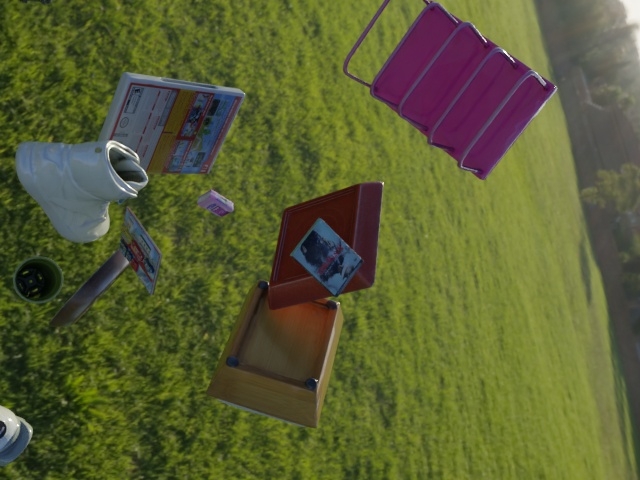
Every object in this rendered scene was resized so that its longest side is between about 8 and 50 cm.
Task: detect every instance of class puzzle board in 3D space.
[{"bbox_3d":[-0.309,0.018,1.069,0.011,0.096,0.128,-15,51,-39],"label":"puzzle board"}]

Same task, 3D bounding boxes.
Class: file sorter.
[{"bbox_3d":[0.214,-0.277,1.092,0.290,0.202,0.182,44,21,21],"label":"file sorter"}]

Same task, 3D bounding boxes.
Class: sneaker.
[{"bbox_3d":[-0.681,0.318,1.150,0.146,0.330,0.123,58,39,-36],"label":"sneaker"},{"bbox_3d":[-0.373,-0.075,1.076,0.292,0.169,0.108,88,-1,-70],"label":"sneaker"}]

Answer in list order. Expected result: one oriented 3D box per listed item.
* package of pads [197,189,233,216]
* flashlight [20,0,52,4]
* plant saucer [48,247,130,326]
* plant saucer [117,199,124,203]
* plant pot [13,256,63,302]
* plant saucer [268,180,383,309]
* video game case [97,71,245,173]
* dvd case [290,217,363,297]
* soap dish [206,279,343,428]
[{"bbox_3d":[-0.265,-0.093,1.585,0.083,0.050,0.032,32,45,-44],"label":"package of pads"},{"bbox_3d":[-0.457,-0.465,0.936,0.103,0.304,0.103,42,69,-6],"label":"flashlight"},{"bbox_3d":[-0.590,0.119,1.665,0.050,0.310,0.311,44,34,-10],"label":"plant saucer"},{"bbox_3d":[-0.402,-0.151,1.263,0.067,0.018,0.192,-46,161,-28],"label":"plant saucer"},{"bbox_3d":[-0.523,0.074,1.150,0.083,0.079,0.084,5,81,-34],"label":"plant pot"},{"bbox_3d":[0.000,0.000,1.297,0.047,0.258,0.259,41,44,-40],"label":"plant saucer"},{"bbox_3d":[-0.292,-0.217,1.226,0.025,0.204,0.285,45,29,26],"label":"video game case"},{"bbox_3d":[0.013,0.031,1.112,0.119,0.013,0.087,45,72,-23],"label":"dvd case"},{"bbox_3d":[-0.081,0.222,1.311,0.291,0.228,0.118,-72,178,-47],"label":"soap dish"}]
